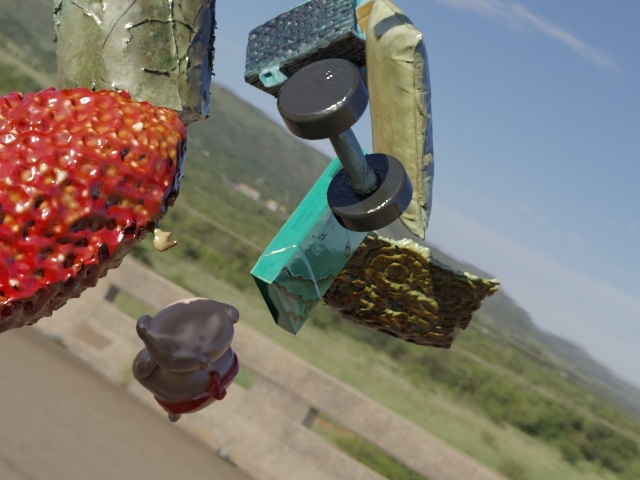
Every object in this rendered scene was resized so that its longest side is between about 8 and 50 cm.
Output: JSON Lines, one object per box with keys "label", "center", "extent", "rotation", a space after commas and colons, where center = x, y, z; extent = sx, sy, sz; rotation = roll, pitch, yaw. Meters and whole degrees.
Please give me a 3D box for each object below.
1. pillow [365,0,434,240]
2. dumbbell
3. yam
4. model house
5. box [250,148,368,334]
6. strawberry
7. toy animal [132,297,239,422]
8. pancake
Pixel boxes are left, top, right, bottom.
{"label": "pillow", "center": [0.107, -0.171, 1.550], "extent": [0.074, 0.303, 0.185], "rotation": [-9, 29, -10]}
{"label": "dumbbell", "center": [0.030, -0.104, 1.287], "extent": [0.100, 0.100, 0.191], "rotation": [29, -23, 43]}
{"label": "yam", "center": [-0.251, -0.320, 1.557], "extent": [0.240, 0.348, 0.241], "rotation": [1, -2, 0]}
{"label": "model house", "center": [0.015, -0.337, 2.129], "extent": [0.226, 0.261, 0.241], "rotation": [63, 24, -11]}
{"label": "box", "center": [0.000, 0.000, 1.551], "extent": [0.042, 0.226, 0.161], "rotation": [27, -22, 25]}
{"label": "strawberry", "center": [-0.311, -0.035, 1.307], "extent": [0.343, 0.292, 0.292], "rotation": [-13, -2, 1]}
{"label": "toy animal", "center": [-0.204, 0.181, 1.798], "extent": [0.171, 0.171, 0.198], "rotation": [29, -36, 19]}
{"label": "pancake", "center": [0.121, 0.069, 2.112], "extent": [0.426, 0.067, 0.305], "rotation": [26, -39, -20]}
